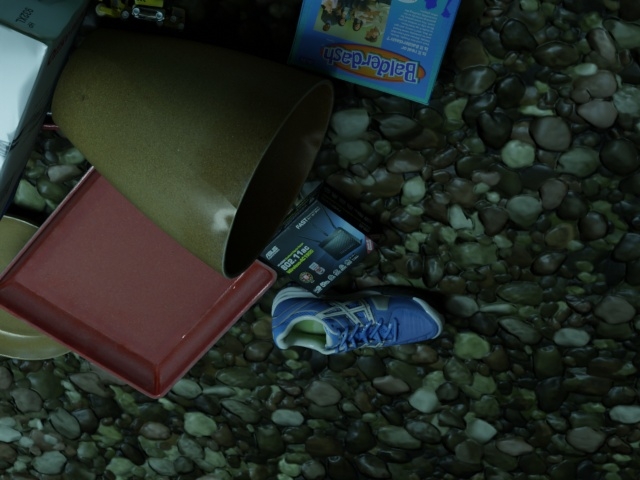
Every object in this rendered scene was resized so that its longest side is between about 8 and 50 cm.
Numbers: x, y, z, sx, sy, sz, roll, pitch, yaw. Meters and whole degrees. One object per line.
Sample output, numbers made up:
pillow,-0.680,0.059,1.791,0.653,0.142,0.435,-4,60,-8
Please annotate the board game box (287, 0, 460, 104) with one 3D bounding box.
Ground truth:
board game box,0.065,-0.254,1.919,0.160,0.047,0.210,17,130,0

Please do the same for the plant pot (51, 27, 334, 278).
plant pot,-0.150,-0.122,1.992,0.254,0.237,0.237,29,132,11

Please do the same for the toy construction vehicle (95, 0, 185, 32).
toy construction vehicle,-0.191,-0.250,1.974,0.098,0.086,0.035,10,89,-2

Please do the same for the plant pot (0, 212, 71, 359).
plant pot,-0.384,0.051,2.298,0.236,0.032,0.236,7,130,8

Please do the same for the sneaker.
sneaker,0.042,0.104,2.197,0.211,0.081,0.080,0,127,13

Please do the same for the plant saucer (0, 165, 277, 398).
plant saucer,-0.224,0.041,2.209,0.258,0.047,0.259,33,122,-19

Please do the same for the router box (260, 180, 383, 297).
router box,0.000,0.000,2.151,0.092,0.038,0.122,36,128,-14

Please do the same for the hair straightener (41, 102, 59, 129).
hair straightener,-0.325,-0.159,2.099,0.230,0.047,0.089,7,130,9

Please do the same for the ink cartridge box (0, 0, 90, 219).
ink cartridge box,-0.362,-0.145,1.966,0.129,0.223,0.307,24,118,-4
